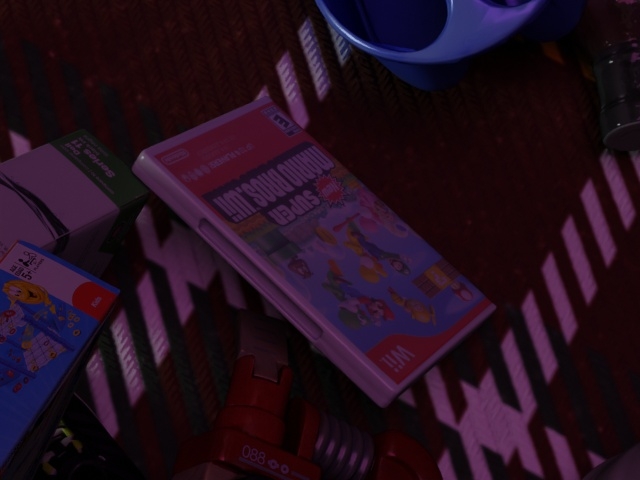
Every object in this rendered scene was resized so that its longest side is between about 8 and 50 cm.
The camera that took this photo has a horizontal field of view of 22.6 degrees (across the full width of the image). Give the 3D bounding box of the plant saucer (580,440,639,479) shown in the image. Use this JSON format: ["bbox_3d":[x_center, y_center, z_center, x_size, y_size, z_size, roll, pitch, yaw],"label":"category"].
[{"bbox_3d":[0.384,0.208,1.196,0.400,0.400,0.100,3,109,-5],"label":"plant saucer"}]

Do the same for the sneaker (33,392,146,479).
[{"bbox_3d":[-0.195,0.176,1.291,0.235,0.097,0.084,42,71,10],"label":"sneaker"}]

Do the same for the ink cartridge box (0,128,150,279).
[{"bbox_3d":[-0.251,0.015,1.268,0.087,0.153,0.208,43,34,10],"label":"ink cartridge box"}]

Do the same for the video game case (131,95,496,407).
[{"bbox_3d":[0.000,0.000,1.352,0.285,0.025,0.204,43,33,10],"label":"video game case"}]

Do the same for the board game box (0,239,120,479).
[{"bbox_3d":[-0.277,0.200,1.100,0.086,0.308,0.302,29,36,-1],"label":"board game box"}]

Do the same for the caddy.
[{"bbox_3d":[0.096,-0.299,1.411,0.241,0.179,0.341,-24,69,12],"label":"caddy"}]

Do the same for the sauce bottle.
[{"bbox_3d":[0.271,-0.254,1.488,0.111,0.111,0.344,-3,69,-7],"label":"sauce bottle"}]

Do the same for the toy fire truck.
[{"bbox_3d":[-0.010,0.165,1.295,0.217,0.158,0.246,26,60,-25],"label":"toy fire truck"}]
